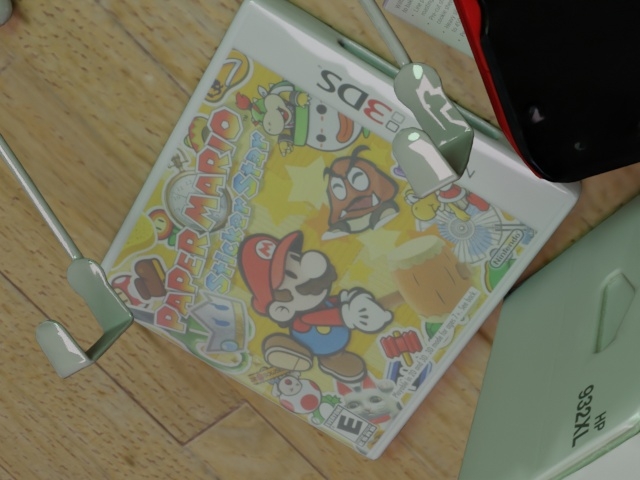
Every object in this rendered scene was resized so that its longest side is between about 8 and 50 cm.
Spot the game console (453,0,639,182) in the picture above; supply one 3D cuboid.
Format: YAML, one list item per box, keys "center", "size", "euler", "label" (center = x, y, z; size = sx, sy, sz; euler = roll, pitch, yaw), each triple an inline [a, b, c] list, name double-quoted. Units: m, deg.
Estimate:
- center: [0.213, -0.210, 0.541]
  size: [0.387, 0.060, 0.342]
  euler: [-17, 126, 15]
  label: "game console"

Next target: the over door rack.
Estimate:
- center: [-0.092, -0.127, 0.681]
  size: [0.240, 0.108, 0.324]
  euler: [-28, 88, 27]
  label: "over door rack"

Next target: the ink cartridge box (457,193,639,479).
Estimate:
- center: [0.224, 0.151, 0.703]
  size: [0.307, 0.223, 0.129]
  euler: [44, 121, -11]
  label: "ink cartridge box"

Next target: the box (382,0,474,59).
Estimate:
- center: [0.129, -0.227, 0.604]
  size: [0.067, 0.063, 0.324]
  euler: [28, 123, -2]
  label: "box"

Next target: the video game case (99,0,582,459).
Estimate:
- center: [0.000, 0.000, 0.794]
  size: [0.206, 0.026, 0.227]
  euler: [31, 123, -3]
  label: "video game case"
